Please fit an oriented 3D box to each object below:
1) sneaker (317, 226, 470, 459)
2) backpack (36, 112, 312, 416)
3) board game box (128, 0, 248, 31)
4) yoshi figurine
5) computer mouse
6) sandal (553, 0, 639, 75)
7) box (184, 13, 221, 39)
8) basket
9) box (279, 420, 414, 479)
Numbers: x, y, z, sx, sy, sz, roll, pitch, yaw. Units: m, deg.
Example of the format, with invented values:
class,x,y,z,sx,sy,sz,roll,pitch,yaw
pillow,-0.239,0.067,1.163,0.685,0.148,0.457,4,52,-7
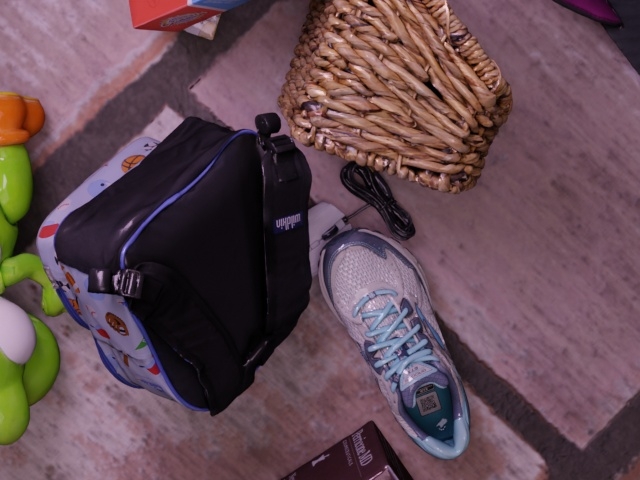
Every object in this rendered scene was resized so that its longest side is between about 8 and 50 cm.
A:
class,x,y,z,sx,sy,sz,roll,pitch,yaw
sneaker,0.094,0.113,1.712,0.110,0.122,0.283,-30,110,1
backpack,-0.143,0.035,1.625,0.276,0.213,0.263,-42,128,-30
board game box,-0.108,-0.385,1.531,0.064,0.242,0.316,-5,83,-45
yoshi figurine,-0.356,0.034,1.682,0.203,0.203,0.362,-3,87,-44
computer mouse,0.000,0.000,1.740,0.193,0.042,0.106,-34,102,2
sandal,0.297,-0.287,1.638,0.446,0.107,0.167,44,137,-11
box,-0.115,-0.332,1.660,0.087,0.058,0.232,17,99,-7
basket,0.092,-0.188,1.579,0.213,0.299,0.223,18,99,-8
box,0.025,0.337,1.742,0.203,0.168,0.167,-34,101,2
